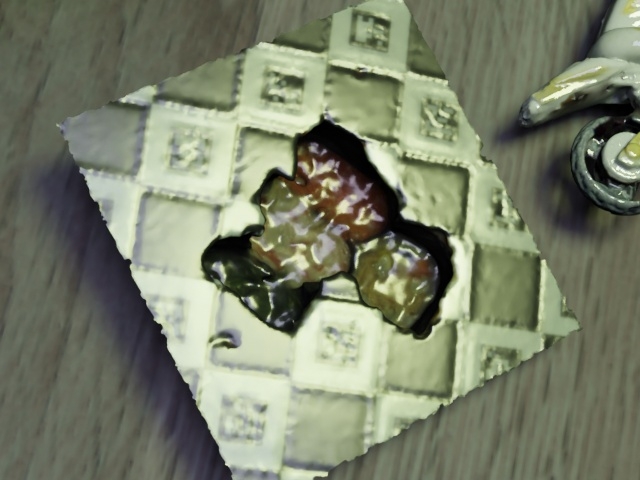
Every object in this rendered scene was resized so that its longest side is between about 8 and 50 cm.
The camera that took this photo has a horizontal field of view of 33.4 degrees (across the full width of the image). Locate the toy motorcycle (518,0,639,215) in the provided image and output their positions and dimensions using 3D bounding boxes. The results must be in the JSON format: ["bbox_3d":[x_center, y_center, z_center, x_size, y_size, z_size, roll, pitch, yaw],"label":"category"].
[{"bbox_3d":[0.226,-0.112,0.660,0.229,0.074,0.151,-29,79,-13],"label":"toy motorcycle"}]

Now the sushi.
[{"bbox_3d":[0.000,0.000,0.610,0.220,0.047,0.231,-26,85,-19],"label":"sushi"}]
